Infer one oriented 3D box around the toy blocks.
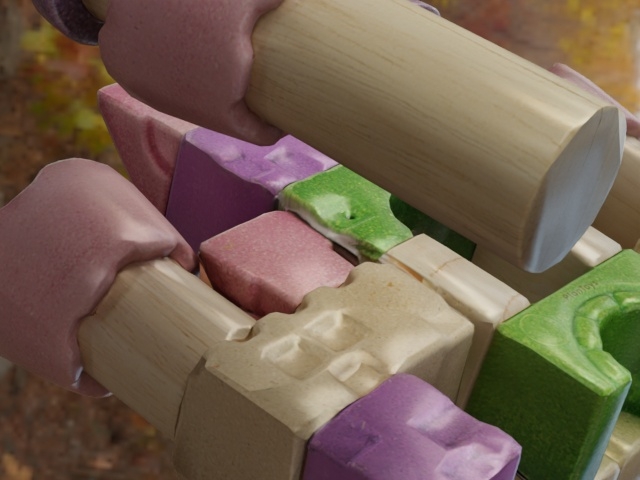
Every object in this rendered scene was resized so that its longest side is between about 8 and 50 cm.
[{"bbox_3d":[0.000,0.000,0.529,0.289,0.260,0.309,-25,138,-47],"label":"toy blocks"}]
